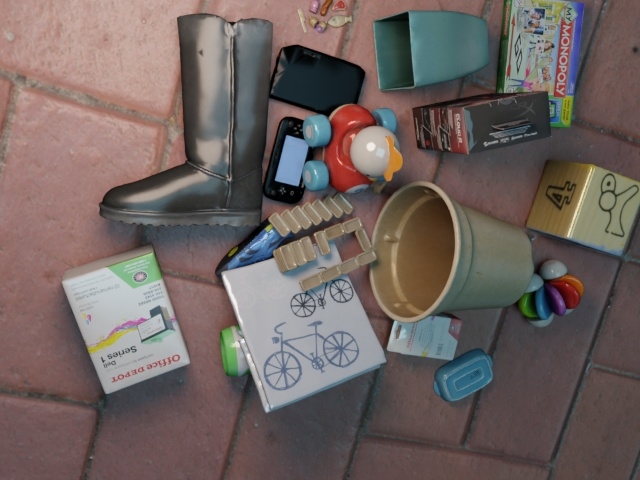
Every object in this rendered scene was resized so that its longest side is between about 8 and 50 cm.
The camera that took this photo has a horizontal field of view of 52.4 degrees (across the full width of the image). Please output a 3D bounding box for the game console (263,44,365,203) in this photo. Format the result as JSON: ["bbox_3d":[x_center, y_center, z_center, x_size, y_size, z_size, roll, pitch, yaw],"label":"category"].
[{"bbox_3d":[-0.036,-0.263,1.537,0.213,0.044,0.362,13,97,-19],"label":"game console"}]

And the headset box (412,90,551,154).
[{"bbox_3d":[0.378,-0.279,1.528,0.218,0.293,0.110,-14,104,-15],"label":"headset box"}]

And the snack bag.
[{"bbox_3d":[-0.046,0.184,1.512,0.323,0.037,0.343,-17,76,-27],"label":"snack bag"}]

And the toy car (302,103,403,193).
[{"bbox_3d":[0.106,-0.184,1.465,0.219,0.238,0.210,-10,116,-25],"label":"toy car"}]

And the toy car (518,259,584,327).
[{"bbox_3d":[0.634,0.154,1.774,0.182,0.136,0.159,-26,107,-11],"label":"toy car"}]

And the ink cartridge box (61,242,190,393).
[{"bbox_3d":[-0.430,0.174,1.462,0.201,0.117,0.278,-19,106,-13],"label":"ink cartridge box"}]

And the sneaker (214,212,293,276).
[{"bbox_3d":[-0.154,0.029,1.545,0.209,0.069,0.082,-41,113,-6],"label":"sneaker"}]

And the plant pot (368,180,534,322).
[{"bbox_3d":[0.336,0.046,1.589,0.305,0.334,0.334,9,98,-29],"label":"plant pot"}]

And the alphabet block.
[{"bbox_3d":[0.695,-0.088,1.716,0.192,0.193,0.197,16,95,-21],"label":"alphabet block"}]

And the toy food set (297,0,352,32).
[{"bbox_3d":[0.012,-0.528,1.511,0.122,0.019,0.078,-22,106,-12],"label":"toy food set"}]

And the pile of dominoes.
[{"bbox_3d":[0.000,0.000,1.568,0.251,0.040,0.196,-21,88,-34],"label":"pile of dominoes"}]

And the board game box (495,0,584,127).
[{"bbox_3d":[0.562,-0.456,1.681,0.213,0.046,0.318,-1,101,-16],"label":"board game box"}]

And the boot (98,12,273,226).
[{"bbox_3d":[-0.284,-0.261,1.405,0.366,0.146,0.445,-1,104,-25],"label":"boot"}]

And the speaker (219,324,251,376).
[{"bbox_3d":[-0.088,0.249,1.577,0.296,0.131,0.131,-7,103,-16],"label":"speaker"}]

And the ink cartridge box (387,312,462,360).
[{"bbox_3d":[0.263,0.242,1.715,0.198,0.067,0.115,11,97,-20],"label":"ink cartridge box"}]

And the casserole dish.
[{"bbox_3d":[0.403,0.378,1.801,0.188,0.037,0.114,-25,107,-12],"label":"casserole dish"}]

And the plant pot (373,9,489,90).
[{"bbox_3d":[0.271,-0.452,1.538,0.234,0.165,0.166,-12,104,-23],"label":"plant pot"}]
